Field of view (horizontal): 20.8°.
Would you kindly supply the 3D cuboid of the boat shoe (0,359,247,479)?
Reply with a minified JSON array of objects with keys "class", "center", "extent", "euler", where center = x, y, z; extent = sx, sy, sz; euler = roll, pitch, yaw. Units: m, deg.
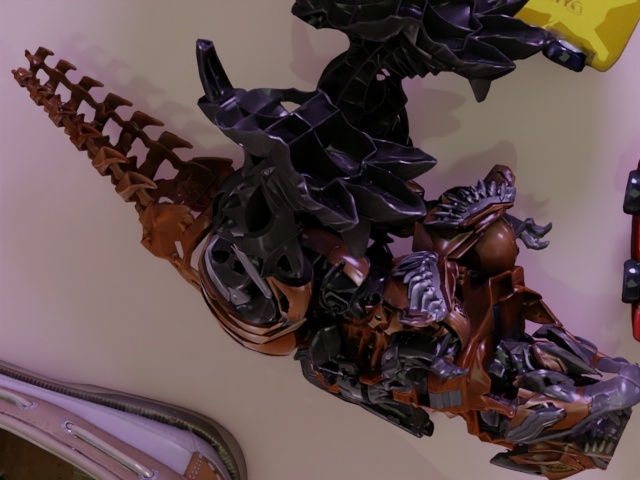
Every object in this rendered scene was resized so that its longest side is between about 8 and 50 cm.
[{"class":"boat shoe","center":[-0.192,0.111,0.869],"extent":[0.302,0.103,0.113],"euler":[5,99,6]}]

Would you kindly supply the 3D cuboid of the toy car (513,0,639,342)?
[{"class":"toy car","center":[0.198,-0.093,0.817],"extent":[0.225,0.053,0.239],"euler":[-30,95,10]}]

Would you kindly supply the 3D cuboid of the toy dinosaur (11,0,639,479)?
[{"class":"toy dinosaur","center":[0.000,0.000,0.804],"extent":[0.322,0.164,0.218],"euler":[13,139,-4]}]
